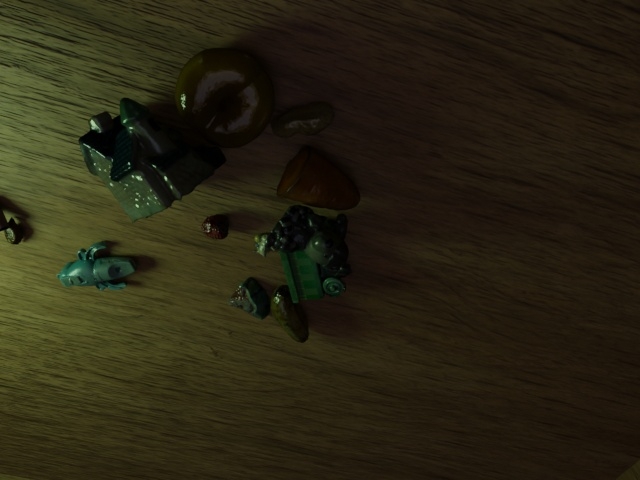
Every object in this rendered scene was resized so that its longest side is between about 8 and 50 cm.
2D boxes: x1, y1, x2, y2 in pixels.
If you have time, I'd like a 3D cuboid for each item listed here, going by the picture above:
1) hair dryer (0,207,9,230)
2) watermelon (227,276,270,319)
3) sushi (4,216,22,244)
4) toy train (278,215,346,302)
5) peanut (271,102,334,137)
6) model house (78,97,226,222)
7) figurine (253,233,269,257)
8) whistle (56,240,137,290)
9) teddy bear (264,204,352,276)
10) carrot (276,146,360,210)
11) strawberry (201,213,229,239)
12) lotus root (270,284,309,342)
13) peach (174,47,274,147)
[{"bbox_3d":[-1.050,-0.065,1.485,0.154,0.054,0.106,-20,99,38],"label":"hair dryer"},{"bbox_3d":[-0.255,0.220,1.629,0.140,0.071,0.187,-11,124,16],"label":"watermelon"},{"bbox_3d":[-0.986,-0.023,1.515,0.051,0.047,0.099,24,121,5],"label":"sushi"},{"bbox_3d":[-0.022,0.061,1.475,0.203,0.120,0.300,-5,124,11],"label":"toy train"},{"bbox_3d":[-0.048,-0.313,1.245,0.175,0.080,0.080,-9,123,14],"label":"peanut"},{"bbox_3d":[-0.447,-0.223,1.197,0.299,0.243,0.284,-13,122,46],"label":"model house"},{"bbox_3d":[-0.189,0.011,1.496,0.051,0.047,0.083,14,120,6],"label":"figurine"},{"bbox_3d":[-0.749,0.100,1.562,0.274,0.093,0.186,-9,123,5],"label":"whistle"},{"bbox_3d":[-0.008,-0.016,1.294,0.251,0.171,0.144,19,167,1],"label":"teddy bear"},{"bbox_3d":[0.008,-0.150,1.324,0.225,0.159,0.159,25,123,-26],"label":"carrot"},{"bbox_3d":[-0.326,-0.042,1.448,0.097,0.083,0.083,-4,130,42],"label":"strawberry"},{"bbox_3d":[-0.107,0.261,1.619,0.097,0.110,0.258,-16,121,11],"label":"lotus root"},{"bbox_3d":[-0.236,-0.358,1.182,0.252,0.153,0.251,3,132,3],"label":"peach"}]
